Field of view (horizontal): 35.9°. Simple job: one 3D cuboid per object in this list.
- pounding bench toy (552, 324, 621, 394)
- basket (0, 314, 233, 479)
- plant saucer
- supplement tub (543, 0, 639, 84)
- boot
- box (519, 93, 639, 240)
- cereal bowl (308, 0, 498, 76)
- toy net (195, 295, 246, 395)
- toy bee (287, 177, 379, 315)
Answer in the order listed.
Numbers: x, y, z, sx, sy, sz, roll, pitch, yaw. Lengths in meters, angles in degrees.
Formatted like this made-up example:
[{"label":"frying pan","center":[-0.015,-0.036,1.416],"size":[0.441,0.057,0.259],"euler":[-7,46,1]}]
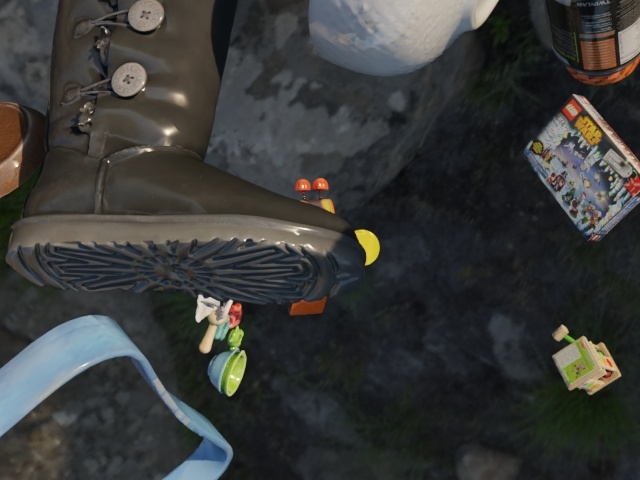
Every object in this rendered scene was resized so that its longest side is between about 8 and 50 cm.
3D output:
[{"label":"pounding bench toy","center":[0.346,0.153,1.302],"size":[0.052,0.065,0.083],"euler":[-40,53,27]},{"label":"basket","center":[-0.182,0.172,0.506],"size":[0.201,0.289,0.254],"euler":[42,168,24]},{"label":"plant saucer","center":[-0.401,-0.109,1.169],"size":[0.169,0.168,0.029],"euler":[9,145,27]},{"label":"supplement tub","center":[0.313,-0.267,1.120],"size":[0.117,0.117,0.190],"euler":[13,159,24]},{"label":"boot","center":[-0.121,-0.165,1.077],"size":[0.367,0.445,0.146],"euler":[4,152,2]},{"label":"box","center":[0.292,-0.080,1.085],"size":[0.094,0.027,0.137],"euler":[-51,56,32]},{"label":"cereal bowl","center":[0.128,-0.315,1.008],"size":[0.141,0.339,0.339],"euler":[28,132,11]},{"label":"toy net","center":[-0.132,0.120,1.427],"size":[0.045,0.122,0.232],"euler":[19,141,16]},{"label":"toy bee","center":[0.000,0.000,1.428],"size":[0.298,0.195,0.162],"euler":[-32,58,55]}]
